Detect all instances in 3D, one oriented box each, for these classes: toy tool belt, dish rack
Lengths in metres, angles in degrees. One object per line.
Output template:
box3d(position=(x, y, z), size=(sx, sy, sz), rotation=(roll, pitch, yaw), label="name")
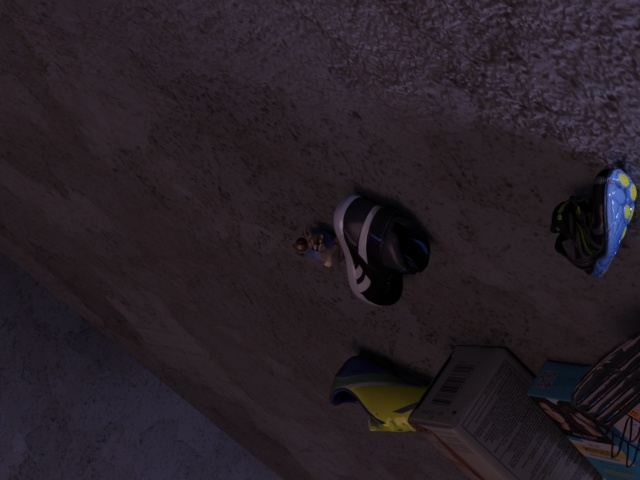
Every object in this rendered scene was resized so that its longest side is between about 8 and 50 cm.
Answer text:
box3d(position=(0.000, 0.000, 1.768), size=(0.083, 0.052, 0.051), rotation=(20, 123, 27), label="toy tool belt")
box3d(position=(0.434, 0.221, 1.417), size=(0.271, 0.074, 0.208), rotation=(33, 130, -4), label="dish rack")

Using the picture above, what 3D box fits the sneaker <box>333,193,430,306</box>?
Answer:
box3d(position=(0.098, 0.035, 1.637), size=(0.121, 0.079, 0.217), rotation=(22, 154, 35), label="sneaker")

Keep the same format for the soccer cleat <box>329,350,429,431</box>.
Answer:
box3d(position=(0.145, 0.286, 2.037), size=(0.289, 0.121, 0.093), rotation=(22, 155, 31), label="soccer cleat")

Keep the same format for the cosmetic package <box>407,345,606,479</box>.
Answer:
box3d(position=(0.293, 0.305, 1.820), size=(0.296, 0.153, 0.129), rotation=(45, 159, -19), label="cosmetic package")

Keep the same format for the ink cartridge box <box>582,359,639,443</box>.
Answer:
box3d(position=(0.423, 0.198, 1.519), size=(0.104, 0.061, 0.181), rotation=(39, 158, -10), label="ink cartridge box")

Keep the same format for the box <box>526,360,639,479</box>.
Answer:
box3d(position=(0.401, 0.268, 1.700), size=(0.244, 0.060, 0.100), rotation=(46, 156, -26), label="box")

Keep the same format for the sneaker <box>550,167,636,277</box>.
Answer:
box3d(position=(0.280, -0.018, 1.272), size=(0.078, 0.067, 0.188), rotation=(24, 160, 12), label="sneaker")
